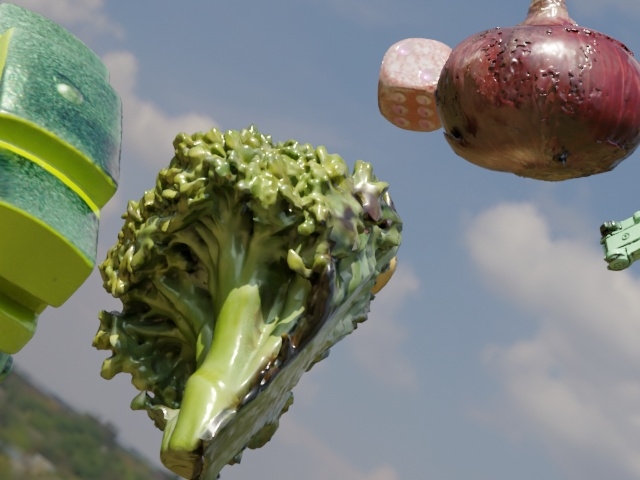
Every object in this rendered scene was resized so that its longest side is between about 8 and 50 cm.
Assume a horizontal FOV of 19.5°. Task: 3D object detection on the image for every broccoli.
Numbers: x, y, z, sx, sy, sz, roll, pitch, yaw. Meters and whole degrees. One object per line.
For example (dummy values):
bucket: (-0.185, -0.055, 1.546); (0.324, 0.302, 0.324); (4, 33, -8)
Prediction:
broccoli: (-0.078, 0.035, 1.261); (0.180, 0.273, 0.242); (35, -43, 12)

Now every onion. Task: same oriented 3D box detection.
onion: (0.257, -0.175, 2.121); (0.252, 0.219, 0.252); (8, -15, 2)

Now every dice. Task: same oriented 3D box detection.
dice: (0.128, -0.202, 2.428); (0.094, 0.091, 0.093); (6, -36, 14)

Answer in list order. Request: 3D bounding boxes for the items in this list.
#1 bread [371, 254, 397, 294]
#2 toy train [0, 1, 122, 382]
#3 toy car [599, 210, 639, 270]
bread: (-0.001, 0.000, 2.194); (0.173, 0.134, 0.085); (50, 12, -26)
toy train: (-0.304, -0.042, 1.687); (0.179, 0.272, 0.442); (34, 24, -23)
toy car: (0.450, -0.012, 2.545); (0.054, 0.143, 0.073); (41, 30, -39)
